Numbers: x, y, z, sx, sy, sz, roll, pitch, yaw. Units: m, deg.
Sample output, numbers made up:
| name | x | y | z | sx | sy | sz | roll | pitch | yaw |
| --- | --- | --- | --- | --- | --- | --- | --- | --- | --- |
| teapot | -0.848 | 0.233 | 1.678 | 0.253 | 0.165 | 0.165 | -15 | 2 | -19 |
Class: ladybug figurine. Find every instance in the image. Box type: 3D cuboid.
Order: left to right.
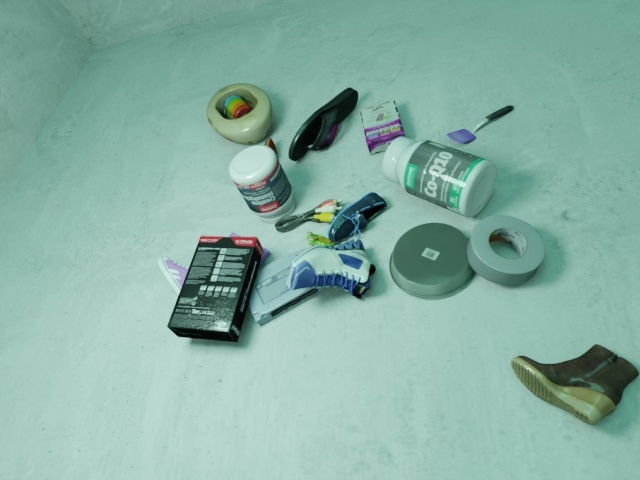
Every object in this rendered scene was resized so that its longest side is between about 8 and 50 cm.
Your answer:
| name | x | y | z | sx | sy | sz | roll | pitch | yaw |
| --- | --- | --- | --- | --- | --- | --- | --- | --- | --- |
| ladybug figurine | -0.381 | -0.603 | 2.356 | 0.305 | 0.162 | 0.449 | -32 | 49 | -5 |

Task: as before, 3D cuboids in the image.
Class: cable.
| name | x | y | z | sx | sy | sz | roll | pitch | yaw |
| --- | --- | --- | --- | --- | --- | --- | --- | --- | --- |
| cable | -0.043 | -0.108 | 1.883 | 0.286 | 0.072 | 0.140 | -5 | 46 | 18 |

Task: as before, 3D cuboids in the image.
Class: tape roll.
| name | x | y | z | sx | sy | sz | roll | pitch | yaw |
| --- | --- | --- | --- | --- | --- | --- | --- | --- | --- |
| tape roll | 0.565 | 0.028 | 1.499 | 0.218 | 0.072 | 0.219 | -1 | 53 | 1 |

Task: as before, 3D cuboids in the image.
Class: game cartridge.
| name | x | y | z | sx | sy | sz | roll | pitch | yaw |
| --- | --- | --- | --- | --- | --- | --- | --- | --- | --- |
| game cartridge | -0.125 | 0.149 | 1.720 | 0.294 | 0.060 | 0.196 | -29 | 51 | -3 |

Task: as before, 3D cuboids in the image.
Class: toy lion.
| name | x | y | z | sx | sy | sz | roll | pitch | yaw |
| --- | --- | --- | --- | --- | --- | --- | --- | --- | --- |
| toy lion | 0.000 | 0.000 | 1.787 | 0.095 | 0.034 | 0.100 | 5 | 18 | -13 |

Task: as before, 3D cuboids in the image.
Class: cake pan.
| name | x | y | z | sx | sy | sz | roll | pitch | yaw |
| --- | --- | --- | --- | --- | --- | --- | --- | --- | --- |
| cake pan | 0.365 | 0.055 | 1.603 | 0.292 | 0.054 | 0.294 | -11 | 50 | 13 |

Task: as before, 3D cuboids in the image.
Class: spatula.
| name | x | y | z | sx | sy | sz | roll | pitch | yaw |
| --- | --- | --- | --- | --- | --- | --- | --- | --- | --- |
| spatula | 0.640 | -0.462 | 1.932 | 0.296 | 0.030 | 0.084 | -31 | 49 | -6 |

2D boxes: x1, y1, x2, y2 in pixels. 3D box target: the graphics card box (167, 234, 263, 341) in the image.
| name | x | y | z | sx | sy | sz | roll | pitch | yaw |
| --- | --- | --- | --- | --- | --- | --- | --- | --- | --- |
| graphics card box | -0.355 | 0.158 | 1.694 | 0.232 | 0.094 | 0.371 | 1 | 55 | 15 |

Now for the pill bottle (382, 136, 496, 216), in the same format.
| name | x | y | z | sx | sy | sz | roll | pitch | yaw |
| --- | --- | --- | --- | --- | --- | --- | --- | --- | --- |
| pill bottle | 0.409 | -0.235 | 1.722 | 0.361 | 0.204 | 0.204 | 29 | 67 | 37 |

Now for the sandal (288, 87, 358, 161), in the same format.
| name | x | y | z | sx | sy | sz | roll | pitch | yaw |
| --- | --- | --- | --- | --- | --- | --- | --- | --- | --- |
| sandal | 0.032 | -0.500 | 2.122 | 0.107 | 0.168 | 0.446 | 37 | 71 | 20 |

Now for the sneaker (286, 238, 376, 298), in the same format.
| name | x | y | z | sx | sy | sz | roll | pitch | yaw |
| --- | --- | --- | --- | --- | --- | --- | --- | --- | --- |
| sneaker | 0.063 | 0.107 | 1.586 | 0.315 | 0.128 | 0.182 | -17 | 50 | -32 |

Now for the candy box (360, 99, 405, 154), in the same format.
| name | x | y | z | sx | sy | sz | roll | pitch | yaw |
| --- | --- | --- | --- | --- | --- | --- | --- | --- | --- |
| candy box | 0.262 | -0.479 | 2.065 | 0.159 | 0.071 | 0.234 | -14 | 50 | 11 |

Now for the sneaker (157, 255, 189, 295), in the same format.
| name | x | y | z | sx | sy | sz | roll | pitch | yaw |
| --- | --- | --- | --- | --- | --- | --- | --- | --- | --- |
| sneaker | -0.495 | 0.132 | 1.855 | 0.161 | 0.102 | 0.282 | -37 | 60 | -15 |

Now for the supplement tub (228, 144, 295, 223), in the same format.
| name | x | y | z | sx | sy | sz | roll | pitch | yaw |
| --- | --- | --- | --- | --- | --- | --- | --- | --- | --- |
| supplement tub | -0.220 | -0.215 | 1.903 | 0.191 | 0.272 | 0.191 | -11 | 50 | 13 |

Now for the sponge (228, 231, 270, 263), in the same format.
| name | x | y | z | sx | sy | sz | roll | pitch | yaw |
| --- | --- | --- | --- | --- | --- | --- | --- | --- | --- |
| sponge | -0.303 | 0.049 | 1.884 | 0.210 | 0.031 | 0.117 | 24 | 65 | 34 |

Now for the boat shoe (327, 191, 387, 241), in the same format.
| name | x | y | z | sx | sy | sz | roll | pitch | yaw |
| --- | --- | --- | --- | --- | --- | --- | --- | --- | --- |
| boat shoe | 0.136 | -0.084 | 1.773 | 0.258 | 0.109 | 0.089 | -44 | 54 | -13 |

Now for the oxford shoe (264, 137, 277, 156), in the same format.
| name | x | y | z | sx | sy | sz | roll | pitch | yaw |
| --- | --- | --- | --- | --- | --- | --- | --- | --- | --- |
| oxford shoe | -0.254 | -0.343 | 2.144 | 0.098 | 0.097 | 0.272 | -10 | 50 | 21 |

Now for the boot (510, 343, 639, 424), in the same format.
| name | x | y | z | sx | sy | sz | roll | pitch | yaw |
| --- | --- | --- | --- | --- | --- | --- | --- | --- | --- |
| boot | 0.650 | 0.336 | 1.263 | 0.206 | 0.090 | 0.248 | -34 | 46 | -24 |
